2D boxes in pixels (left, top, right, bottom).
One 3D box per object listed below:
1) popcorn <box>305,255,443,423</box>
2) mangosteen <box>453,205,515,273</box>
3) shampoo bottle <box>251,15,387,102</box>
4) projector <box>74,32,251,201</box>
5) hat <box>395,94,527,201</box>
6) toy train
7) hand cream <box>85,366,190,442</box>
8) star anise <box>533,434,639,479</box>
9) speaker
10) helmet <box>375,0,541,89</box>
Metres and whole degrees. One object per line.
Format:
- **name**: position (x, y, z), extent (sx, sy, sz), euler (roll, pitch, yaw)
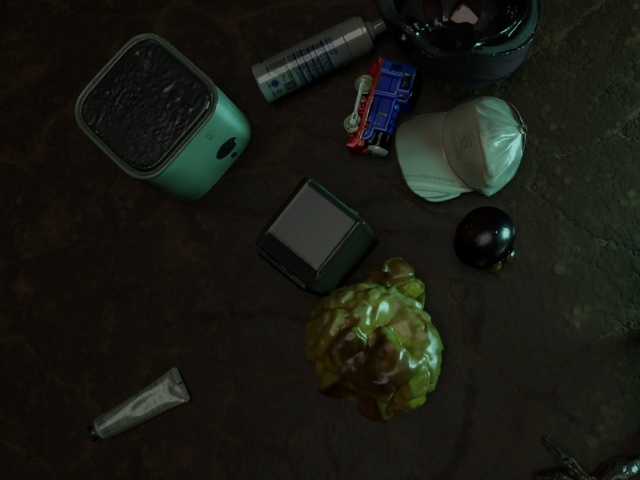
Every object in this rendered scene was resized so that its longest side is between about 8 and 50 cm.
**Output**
- **popcorn**: position (0.101, 0.186, 1.394), extent (0.265, 0.225, 0.332), euler (9, 62, -1)
- **mangosteen**: position (0.332, 0.005, 1.424), extent (0.140, 0.140, 0.140), euler (-2, 82, 11)
- **shampoo bottle**: position (0.005, -0.402, 1.552), extent (0.303, 0.092, 0.092), euler (-26, 78, 7)
- **projector**: position (-0.322, -0.249, 1.514), extent (0.248, 0.249, 0.248), euler (42, 92, 13)
- **hat**: position (0.272, -0.197, 1.437), extent (0.226, 0.164, 0.219), euler (-6, 79, -24)
- **toy train**: position (0.127, -0.275, 1.515), extent (0.131, 0.083, 0.204), euler (16, 86, 11)
- **hand cream**: position (-0.396, 0.362, 1.550), extent (0.234, 0.050, 0.080), euler (-29, 77, 1)
- **star anise**: position (0.505, 0.470, 1.343), extent (0.208, 0.063, 0.172), euler (10, 85, 12)
- **speaker**: position (0.000, 0.000, 1.424), extent (0.153, 0.231, 0.192), euler (40, 91, 14)
- **helmet**: position (0.272, -0.440, 1.449), extent (0.338, 0.197, 0.271), euler (32, 76, 20)
